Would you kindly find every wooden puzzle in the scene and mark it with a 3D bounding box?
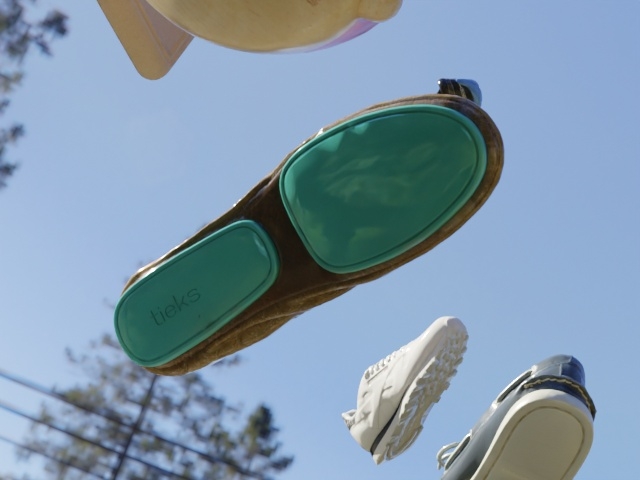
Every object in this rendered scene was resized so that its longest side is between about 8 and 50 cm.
[{"bbox_3d":[-0.180,-0.345,1.543,0.044,0.239,0.221,26,-22,30],"label":"wooden puzzle"}]

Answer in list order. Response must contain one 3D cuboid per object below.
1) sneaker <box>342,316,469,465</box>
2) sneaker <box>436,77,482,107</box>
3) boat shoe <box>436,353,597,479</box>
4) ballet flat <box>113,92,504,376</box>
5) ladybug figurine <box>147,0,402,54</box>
[{"bbox_3d":[0.102,0.178,1.621,0.090,0.235,0.095,-4,42,-47],"label":"sneaker"},{"bbox_3d":[0.139,-0.143,1.676,0.078,0.067,0.188,12,-50,-25],"label":"sneaker"},{"bbox_3d":[0.140,0.195,1.034,0.095,0.079,0.254,24,-57,1],"label":"boat shoe"},{"bbox_3d":[0.000,0.000,0.936,0.342,0.116,0.124,-34,-15,25],"label":"ballet flat"},{"bbox_3d":[-0.047,-0.331,1.160,0.305,0.449,0.162,-45,-33,19],"label":"ladybug figurine"}]
